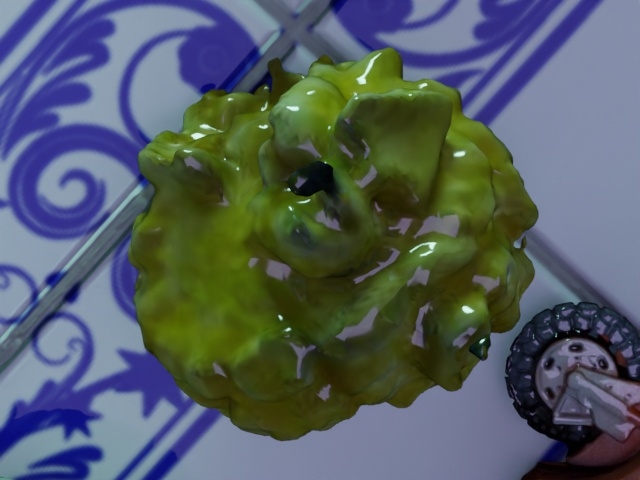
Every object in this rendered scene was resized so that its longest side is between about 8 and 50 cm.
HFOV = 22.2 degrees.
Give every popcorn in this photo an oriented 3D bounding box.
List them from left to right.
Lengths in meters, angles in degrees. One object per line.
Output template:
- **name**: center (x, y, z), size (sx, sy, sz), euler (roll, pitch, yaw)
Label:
- **popcorn**: center (0.002, -0.001, 0.857), size (0.218, 0.169, 0.189), euler (-22, 99, -4)

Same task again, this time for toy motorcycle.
- **toy motorcycle**: center (0.185, 0.183, 0.937), size (0.171, 0.089, 0.298), euler (-1, 98, 3)

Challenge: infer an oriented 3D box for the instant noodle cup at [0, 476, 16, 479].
- **instant noodle cup**: center (-0.163, 0.252, 0.892), size (0.193, 0.193, 0.212), euler (21, 89, -7)
